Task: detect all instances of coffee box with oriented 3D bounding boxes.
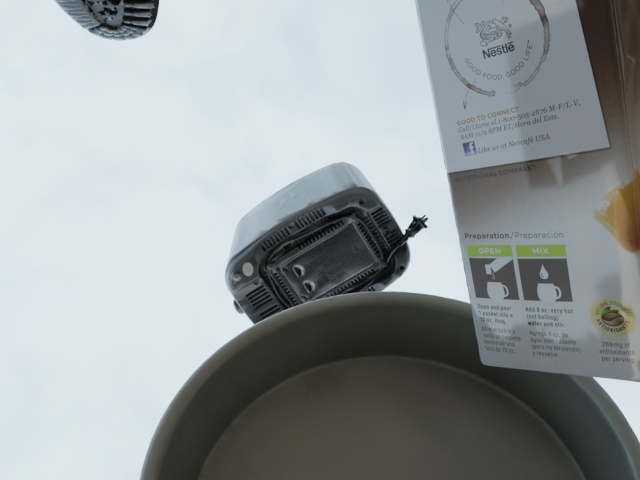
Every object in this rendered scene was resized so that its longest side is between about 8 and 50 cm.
[{"bbox_3d":[0.139,-0.069,0.408,0.141,0.098,0.247,-29,-69,-46],"label":"coffee box"}]

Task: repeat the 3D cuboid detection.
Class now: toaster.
[{"bbox_3d":[0.000,0.000,0.847,0.129,0.227,0.146,55,-173,-23],"label":"toaster"}]

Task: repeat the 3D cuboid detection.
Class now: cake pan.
[{"bbox_3d":[0.042,0.151,0.449,0.293,0.054,0.293,-2,-138,2],"label":"cake pan"}]

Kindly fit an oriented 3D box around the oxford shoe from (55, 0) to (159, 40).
[{"bbox_3d":[-0.145,-0.227,0.479,0.082,0.227,0.096,-1,-124,0],"label":"oxford shoe"}]
